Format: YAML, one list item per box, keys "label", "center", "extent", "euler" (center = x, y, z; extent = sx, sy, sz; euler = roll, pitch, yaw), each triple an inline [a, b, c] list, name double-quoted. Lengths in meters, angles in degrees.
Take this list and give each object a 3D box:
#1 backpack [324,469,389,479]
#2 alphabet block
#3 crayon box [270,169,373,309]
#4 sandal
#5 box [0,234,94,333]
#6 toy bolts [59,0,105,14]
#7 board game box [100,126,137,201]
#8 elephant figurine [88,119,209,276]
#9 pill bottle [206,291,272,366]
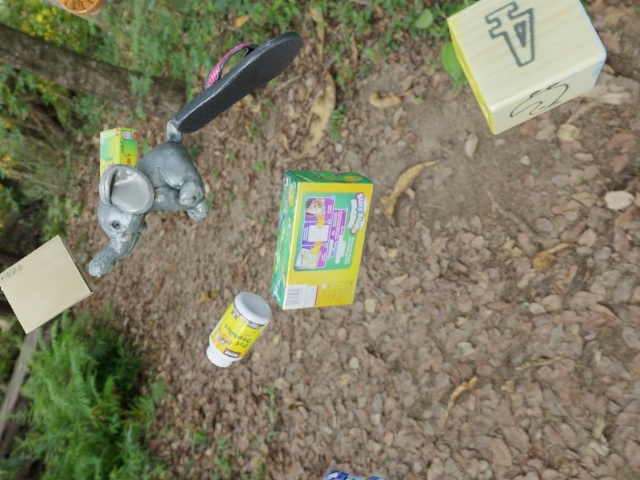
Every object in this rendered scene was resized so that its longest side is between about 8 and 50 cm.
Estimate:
- label: "backpack"
  center: [0.030, 0.418, 0.829]
  extent: [0.173, 0.158, 0.116]
  euler: [-8, 50, 31]
- label: "alphabet block"
  center: [0.363, -0.333, 0.992]
  extent: [0.197, 0.192, 0.193]
  euler: [-25, 78, 17]
- label: "crayon box"
  center: [0.000, 0.000, 1.141]
  extent: [0.081, 0.165, 0.278]
  euler: [-139, 52, -57]
- label: "sandal"
  center: [-0.101, -0.186, 0.625]
  extent: [0.179, 0.067, 0.040]
  euler: [-31, 80, 16]
- label: "box"
  center: [-0.667, 0.106, 1.334]
  extent: [0.201, 0.021, 0.164]
  euler: [-32, 85, 8]
- label: "toy bolts"
  center: [-0.523, -0.628, 1.193]
  extent: [0.228, 0.218, 0.158]
  euler: [-48, -3, 4]
- label: "board game box"
  center: [-0.441, -0.149, 1.206]
  extent: [0.092, 0.043, 0.181]
  euler: [2, 92, 44]
- label: "elephant figurine"
  center: [-0.343, -0.077, 1.026]
  extent: [0.186, 0.240, 0.169]
  euler: [59, 159, 30]
- label: "pill bottle"
  center: [-0.236, 0.257, 1.566]
  extent: [0.215, 0.117, 0.117]
  euler: [-54, 36, 22]
